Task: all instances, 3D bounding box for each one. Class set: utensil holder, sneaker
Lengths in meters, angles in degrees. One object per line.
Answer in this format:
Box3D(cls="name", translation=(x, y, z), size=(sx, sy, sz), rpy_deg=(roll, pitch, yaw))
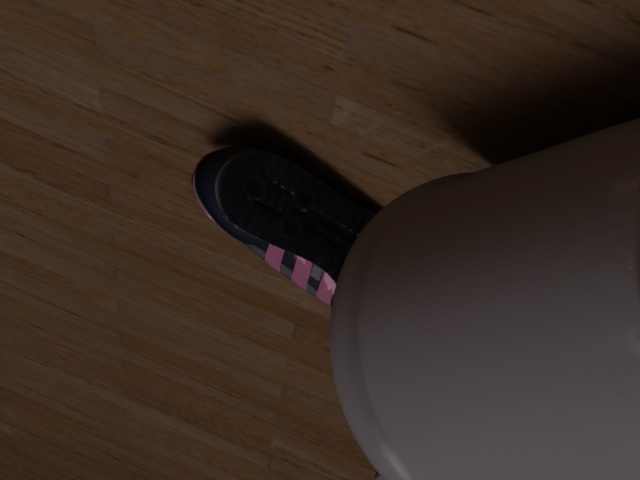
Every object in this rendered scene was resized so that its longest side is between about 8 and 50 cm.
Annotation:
Box3D(cls="utensil holder", translation=(0.245, 0.064, 1.460), size=(0.328, 0.327, 0.385), rpy_deg=(34, 153, -21))
Box3D(cls="sneaker", translation=(0.000, 0.000, 1.868), size=(0.319, 0.112, 0.131), rpy_deg=(40, 170, -27))

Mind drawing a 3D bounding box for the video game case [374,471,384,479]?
Box3D(cls="video game case", translation=(0.227, 0.321, 2.367), size=(0.270, 0.061, 0.244), rpy_deg=(25, 158, -2))
